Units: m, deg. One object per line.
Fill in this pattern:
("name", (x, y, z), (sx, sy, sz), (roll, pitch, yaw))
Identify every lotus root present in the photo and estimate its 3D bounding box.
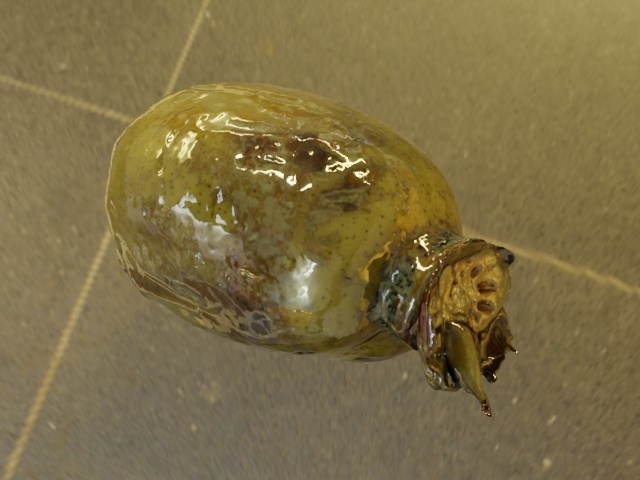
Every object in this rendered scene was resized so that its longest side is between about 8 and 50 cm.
("lotus root", (0.001, -0.002, 0.848), (0.278, 0.154, 0.154), (24, 71, 37))
